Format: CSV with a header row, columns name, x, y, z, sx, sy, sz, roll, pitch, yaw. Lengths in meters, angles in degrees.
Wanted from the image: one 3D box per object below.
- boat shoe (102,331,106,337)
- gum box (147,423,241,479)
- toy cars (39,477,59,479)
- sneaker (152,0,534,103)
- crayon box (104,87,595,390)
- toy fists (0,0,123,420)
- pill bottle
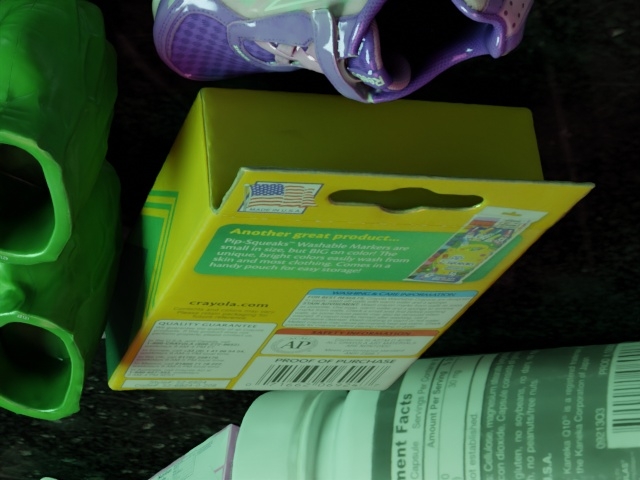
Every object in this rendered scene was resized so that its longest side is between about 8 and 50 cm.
name,x,y,z,sx,sy,sz,roll,pitch,yaw
boat shoe,-0.197,0.028,1.131,0.065,0.083,0.183,-1,175,13
gum box,-0.083,0.238,1.445,0.107,0.062,0.188,22,145,-24
toy cars,-0.214,0.321,1.591,0.176,0.087,0.393,3,153,22
sneaker,0.010,-0.116,0.812,0.236,0.104,0.095,-12,146,29
crayon box,0.000,0.000,0.969,0.203,0.083,0.323,2,155,-20
toy fists,-0.168,-0.026,0.937,0.096,0.142,0.279,9,138,5
pill bottle,0.132,0.184,1.183,0.361,0.204,0.204,-6,147,20
